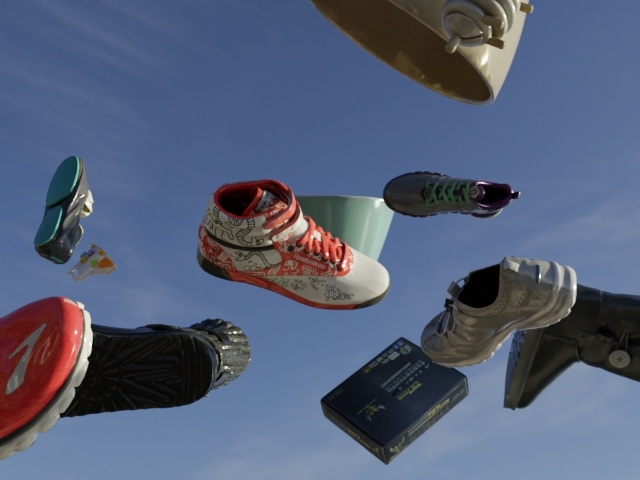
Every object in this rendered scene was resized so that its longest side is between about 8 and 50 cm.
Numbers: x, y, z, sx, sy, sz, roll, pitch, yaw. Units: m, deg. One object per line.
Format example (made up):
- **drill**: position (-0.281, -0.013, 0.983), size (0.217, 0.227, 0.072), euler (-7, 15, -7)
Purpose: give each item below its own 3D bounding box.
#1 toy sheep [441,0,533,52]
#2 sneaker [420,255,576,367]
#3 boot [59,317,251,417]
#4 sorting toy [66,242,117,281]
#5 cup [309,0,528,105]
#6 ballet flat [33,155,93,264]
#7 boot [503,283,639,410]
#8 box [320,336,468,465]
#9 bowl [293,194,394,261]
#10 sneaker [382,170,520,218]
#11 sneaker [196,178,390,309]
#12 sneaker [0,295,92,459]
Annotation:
- **toy sheep**: position (0.181, -0.259, 0.944), size (0.091, 0.132, 0.091), euler (34, -21, 15)
- **sneaker**: position (0.208, 0.083, 1.127), size (0.115, 0.105, 0.281), euler (24, -36, -18)
- **boot**: position (-0.289, 0.179, 1.252), size (0.348, 0.131, 0.260), euler (4, 0, 4)
- **sorting toy**: position (-0.430, 0.047, 1.558), size (0.083, 0.075, 0.044), euler (21, -35, 51)
- **cup**: position (0.166, -0.381, 1.198), size (0.331, 0.237, 0.331), euler (32, 1, 0)
- **ballet flat**: position (-0.397, -0.043, 1.326), size (0.074, 0.203, 0.074), euler (0, -42, 0)
- **boot**: position (0.626, 0.261, 1.741), size (0.446, 0.146, 0.367), euler (11, -49, 7)
- **box**: position (0.145, 0.306, 1.650), size (0.183, 0.233, 0.059), euler (31, -35, 42)
- **bowl**: position (0.000, 0.000, 1.738), size (0.312, 0.163, 0.311), euler (1, -4, 0)
- **sneaker**: position (0.222, -0.085, 1.440), size (0.224, 0.083, 0.098), euler (1, -10, -14)
- **sneaker**: position (-0.026, 0.004, 1.106), size (0.270, 0.090, 0.145), euler (13, -42, -3)
- **sneaker**: position (-0.308, 0.122, 0.646), size (0.279, 0.107, 0.118), euler (-30, -37, -5)
